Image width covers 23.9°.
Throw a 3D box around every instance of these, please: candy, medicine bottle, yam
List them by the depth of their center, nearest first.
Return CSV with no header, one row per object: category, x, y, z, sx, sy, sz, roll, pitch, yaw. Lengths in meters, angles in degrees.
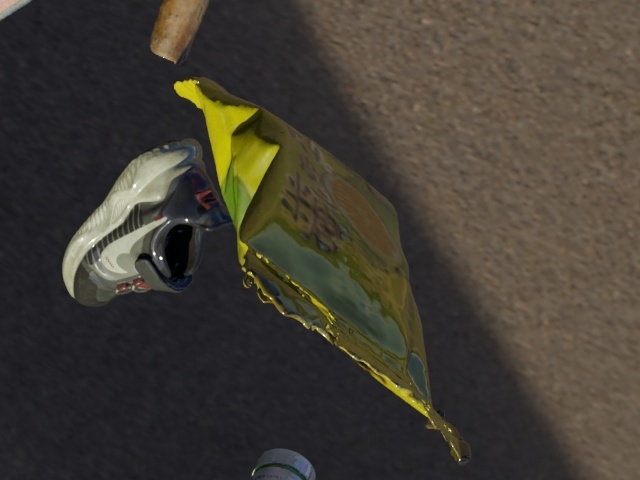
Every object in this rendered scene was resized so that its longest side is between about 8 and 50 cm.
candy,0.000,0.000,0.909,0.081,0.297,0.187,-44,119,10
yam,-0.127,-0.303,1.595,0.056,0.057,0.241,10,103,-41
medicine bottle,-0.070,0.370,2.021,0.183,0.086,0.086,-67,147,-51

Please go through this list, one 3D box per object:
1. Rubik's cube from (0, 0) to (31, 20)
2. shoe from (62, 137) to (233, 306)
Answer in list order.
Rubik's cube,-0.414,-0.251,1.384,0.228,0.228,0.233,-24,81,-41
shoe,-0.168,0.005,1.491,0.099,0.112,0.227,-17,148,-52
